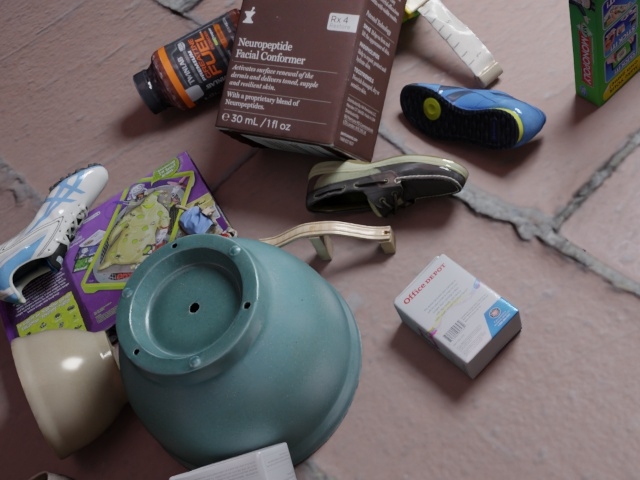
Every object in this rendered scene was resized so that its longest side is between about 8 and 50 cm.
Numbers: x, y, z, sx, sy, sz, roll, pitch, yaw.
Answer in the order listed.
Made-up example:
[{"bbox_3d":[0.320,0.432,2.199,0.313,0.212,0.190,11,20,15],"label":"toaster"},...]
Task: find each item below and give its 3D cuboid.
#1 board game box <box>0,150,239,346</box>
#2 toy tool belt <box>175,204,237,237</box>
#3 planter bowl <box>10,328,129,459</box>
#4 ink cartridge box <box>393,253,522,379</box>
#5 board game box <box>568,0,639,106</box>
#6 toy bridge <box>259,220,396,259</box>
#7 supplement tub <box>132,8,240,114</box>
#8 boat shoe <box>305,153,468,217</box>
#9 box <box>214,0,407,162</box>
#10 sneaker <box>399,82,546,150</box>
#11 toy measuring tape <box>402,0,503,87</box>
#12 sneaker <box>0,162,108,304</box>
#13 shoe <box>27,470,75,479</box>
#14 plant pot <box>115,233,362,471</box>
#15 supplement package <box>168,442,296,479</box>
[{"bbox_3d":[-0.293,0.037,1.190,0.347,0.056,0.208,-32,58,-1],"label":"board game box"},{"bbox_3d":[-0.156,-0.020,1.114,0.083,0.051,0.052,27,72,31],"label":"toy tool belt"},{"bbox_3d":[-0.302,0.178,1.048,0.109,0.162,0.162,-22,53,-14],"label":"planter bowl"},{"bbox_3d":[0.160,0.087,0.982,0.088,0.052,0.122,-44,56,-9],"label":"ink cartridge box"},{"bbox_3d":[0.437,-0.342,1.042,0.317,0.213,0.046,-43,55,-7],"label":"board game box"},{"bbox_3d":[0.000,0.000,1.089,0.188,0.063,0.026,-5,59,17],"label":"toy bridge"},{"bbox_3d":[-0.189,-0.272,1.304,0.198,0.106,0.106,-28,54,3],"label":"supplement tub"},{"bbox_3d":[0.082,-0.063,1.093,0.224,0.080,0.073,1,66,27],"label":"boat shoe"},{"bbox_3d":[0.004,-0.310,1.148,0.191,0.143,0.381,12,88,26],"label":"box"},{"bbox_3d":[0.203,-0.173,1.128,0.209,0.069,0.082,23,37,39],"label":"sneaker"},{"bbox_3d":[0.145,-0.337,1.239,0.121,0.121,0.330,-38,76,-5],"label":"toy measuring tape"},{"bbox_3d":[-0.375,-0.010,1.182,0.086,0.085,0.237,35,71,7],"label":"sneaker"},{"bbox_3d":[-0.404,0.348,1.030,0.219,0.058,0.076,-31,54,0],"label":"shoe"},{"bbox_3d":[-0.119,0.112,0.985,0.293,0.196,0.293,-10,57,16],"label":"plant pot"},{"bbox_3d":[-0.071,0.313,0.862,0.105,0.105,0.179,-19,78,9],"label":"supplement package"}]
